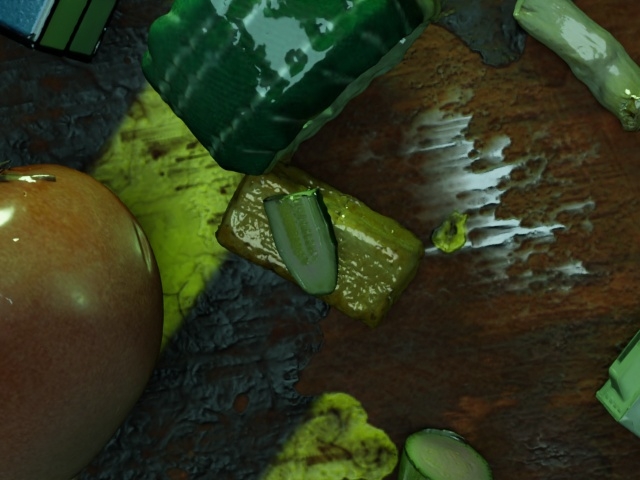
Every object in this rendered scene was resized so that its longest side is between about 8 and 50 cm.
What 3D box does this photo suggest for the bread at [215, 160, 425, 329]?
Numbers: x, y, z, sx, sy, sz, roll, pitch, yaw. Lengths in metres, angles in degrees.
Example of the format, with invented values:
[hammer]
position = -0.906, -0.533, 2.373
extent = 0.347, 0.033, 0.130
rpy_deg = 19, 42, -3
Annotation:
[bread]
position = 0.000, 0.000, 1.072
extent = 0.211, 0.083, 0.114
rpy_deg = 31, 102, 1

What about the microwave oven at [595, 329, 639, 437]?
[microwave oven]
position = 0.405, 0.128, 1.033
extent = 0.162, 0.122, 0.208
rpy_deg = 37, 97, 0

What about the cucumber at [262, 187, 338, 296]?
[cucumber]
position = -0.010, 0.001, 1.014
extent = 0.067, 0.035, 0.107
rpy_deg = -10, 104, 29

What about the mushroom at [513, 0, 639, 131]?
[mushroom]
position = 0.278, -0.193, 1.049
extent = 0.059, 0.054, 0.202
rpy_deg = -44, 86, 9

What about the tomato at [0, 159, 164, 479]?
[tomato]
position = -0.285, 0.088, 0.977
extent = 0.341, 0.341, 0.273
rpy_deg = -43, 97, 7

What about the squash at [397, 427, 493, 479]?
[squash]
position = 0.115, 0.284, 1.099
extent = 0.105, 0.105, 0.132
rpy_deg = 23, 115, 2

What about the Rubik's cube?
[Rubik's cube]
position = -0.292, -0.297, 1.017
extent = 0.167, 0.180, 0.183
rpy_deg = 27, 95, 2

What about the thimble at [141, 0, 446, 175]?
[thimble]
position = -0.021, -0.200, 0.967
extent = 0.288, 0.254, 0.167
rpy_deg = -43, 91, -7
